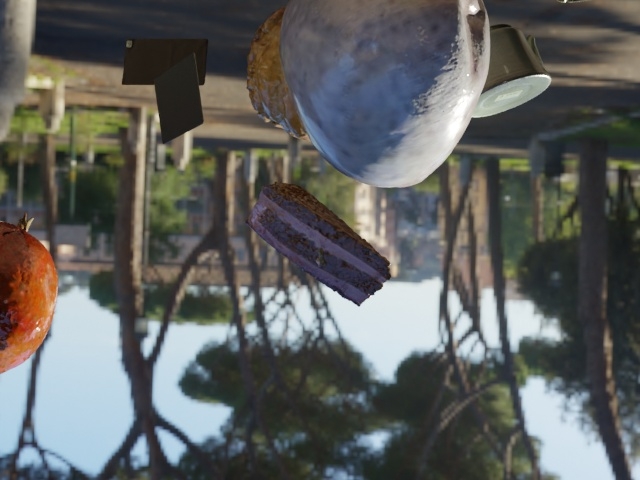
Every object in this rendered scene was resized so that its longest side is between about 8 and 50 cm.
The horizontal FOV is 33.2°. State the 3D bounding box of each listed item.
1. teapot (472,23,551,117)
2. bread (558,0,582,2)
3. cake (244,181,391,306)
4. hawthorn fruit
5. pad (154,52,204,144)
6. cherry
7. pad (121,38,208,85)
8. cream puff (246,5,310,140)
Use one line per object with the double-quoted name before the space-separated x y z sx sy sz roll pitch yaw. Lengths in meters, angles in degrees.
"teapot" 0.295 -0.315 1.875 0.239 0.149 0.162 -10 167 -29
"bread" 0.445 -0.459 1.828 0.156 0.064 0.117 -8 142 28
"cake" 0.000 0.000 2.041 0.295 0.116 0.113 38 -159 -1
"hawthorn fruit" -0.586 0.073 1.917 0.276 0.307 0.276 17 142 14
"pad" -0.284 -0.280 2.145 0.003 0.143 0.211 -6 177 -31
"cherry" 0.096 -0.238 1.487 0.291 0.335 0.326 -9 -176 -22
"pad" -0.351 -0.403 2.423 0.193 0.116 0.004 2 166 6
"cream puff" -0.010 -0.390 2.404 0.343 0.327 0.231 -34 -136 -16
